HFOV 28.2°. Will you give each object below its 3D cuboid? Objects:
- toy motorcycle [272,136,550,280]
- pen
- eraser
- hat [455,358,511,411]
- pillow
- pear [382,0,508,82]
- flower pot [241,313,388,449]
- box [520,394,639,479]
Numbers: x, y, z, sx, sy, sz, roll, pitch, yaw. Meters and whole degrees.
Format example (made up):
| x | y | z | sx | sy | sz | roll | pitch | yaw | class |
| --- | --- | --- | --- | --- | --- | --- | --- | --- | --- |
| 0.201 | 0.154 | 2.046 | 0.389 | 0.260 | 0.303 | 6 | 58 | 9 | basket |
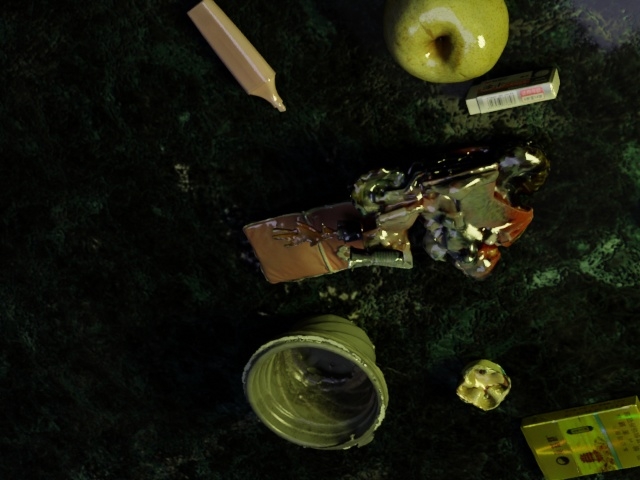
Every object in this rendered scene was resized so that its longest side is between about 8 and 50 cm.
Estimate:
| x | y | z | sx | sy | sz | roll | pitch | yaw | class |
| --- | --- | --- | --- | --- | --- | --- | --- | --- | --- |
| 0.130 | -0.026 | 1.808 | 0.401 | 0.134 | 0.207 | -9 | 119 | -1 | toy motorcycle |
| -0.113 | -0.261 | 1.818 | 0.053 | 0.032 | 0.197 | -29 | 107 | 31 | pen |
| 0.261 | -0.202 | 1.722 | 0.122 | 0.052 | 0.029 | -9 | 118 | 24 | eraser |
| 0.255 | 0.223 | 2.006 | 0.077 | 0.059 | 0.076 | 31 | 111 | -10 | hat |
| 0.000 | 0.000 | 1.948 | 0.232 | 0.043 | 0.126 | -13 | 121 | 25 | pillow |
| 0.163 | -0.283 | 1.649 | 0.167 | 0.136 | 0.167 | 9 | 128 | 11 | pear |
| 0.004 | 0.208 | 2.026 | 0.235 | 0.140 | 0.235 | 9 | 127 | 12 | flower pot |
| 0.431 | 0.317 | 2.029 | 0.193 | 0.030 | 0.121 | -17 | 116 | 26 | box |
